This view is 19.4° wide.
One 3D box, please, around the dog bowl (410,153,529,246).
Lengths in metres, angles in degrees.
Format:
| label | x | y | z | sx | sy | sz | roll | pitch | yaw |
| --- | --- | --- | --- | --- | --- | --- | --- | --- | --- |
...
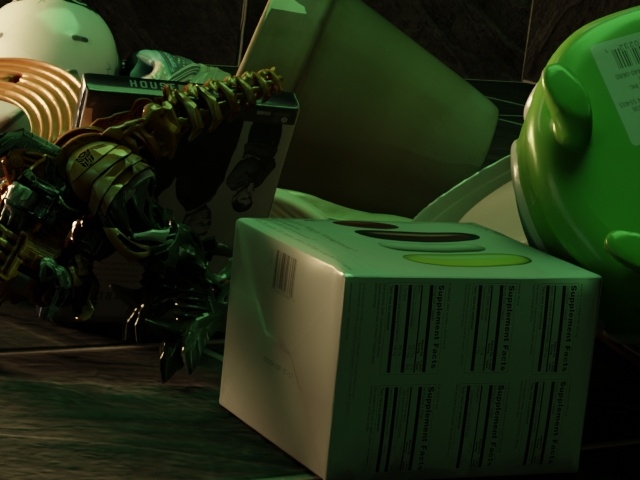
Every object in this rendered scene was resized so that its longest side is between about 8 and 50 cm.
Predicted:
| label | x | y | z | sx | sy | sz | roll | pitch | yaw |
| --- | --- | --- | --- | --- | --- | --- | --- | --- | --- |
| dog bowl | 0.249 | -0.017 | 1.735 | 0.349 | 0.102 | 0.349 | -23 | 13 | 6 |

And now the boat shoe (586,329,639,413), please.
| label | x | y | z | sx | sy | sz | roll | pitch | yaw |
| --- | --- | --- | --- | --- | --- | --- | --- | --- | --- |
| boat shoe | 0.172 | 0.083 | 1.544 | 0.257 | 0.095 | 0.095 | 11 | 17 | 20 |

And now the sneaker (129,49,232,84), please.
| label | x | y | z | sx | sy | sz | roll | pitch | yaw |
| --- | --- | --- | --- | --- | --- | --- | --- | --- | --- |
| sneaker | -0.192 | -0.107 | 2.041 | 0.122 | 0.110 | 0.283 | 26 | 38 | -8 |

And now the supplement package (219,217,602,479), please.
| label | x | y | z | sx | sy | sz | roll | pitch | yaw |
| --- | --- | --- | --- | --- | --- | --- | --- | --- | --- |
| supplement package | 0.060 | 0.073 | 1.352 | 0.203 | 0.149 | 0.194 | 1 | 12 | -26 |

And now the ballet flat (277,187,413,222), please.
| label | x | y | z | sx | sy | sz | roll | pitch | yaw |
| --- | --- | --- | --- | --- | --- | --- | --- | --- | --- |
| ballet flat | 0.000 | 0.000 | 1.943 | 0.248 | 0.086 | 0.086 | 6 | 10 | -10 |

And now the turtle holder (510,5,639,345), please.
| label | x | y | z | sx | sy | sz | roll | pitch | yaw |
| --- | --- | --- | --- | --- | --- | --- | --- | --- | --- |
| turtle holder | 0.286 | -0.015 | 1.421 | 0.320 | 0.243 | 0.227 | 40 | -20 | 10 |

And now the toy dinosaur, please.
| label | x | y | z | sx | sy | sz | roll | pitch | yaw |
| --- | --- | --- | --- | --- | --- | --- | --- | --- | --- |
| toy dinosaur | -0.159 | -0.015 | 1.459 | 0.322 | 0.218 | 0.164 | -33 | 21 | 14 |

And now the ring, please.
| label | x | y | z | sx | sy | sz | roll | pitch | yaw |
| --- | --- | --- | --- | --- | --- | --- | --- | --- | --- |
| ring | -0.357 | -0.058 | 1.675 | 0.337 | 0.032 | 0.336 | -13 | 36 | 9 |

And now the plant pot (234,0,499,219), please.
| label | x | y | z | sx | sy | sz | roll | pitch | yaw |
| --- | --- | --- | --- | --- | --- | --- | --- | --- | --- |
| plant pot | 0.032 | -0.115 | 2.074 | 0.280 | 0.323 | 0.323 | 24 | 10 | -3 |

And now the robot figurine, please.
| label | x | y | z | sx | sy | sz | roll | pitch | yaw |
| --- | --- | --- | --- | --- | --- | --- | --- | --- | --- |
| robot figurine | -0.311 | -0.174 | 2.204 | 0.173 | 0.209 | 0.278 | 44 | -16 | 19 |

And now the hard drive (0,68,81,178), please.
| label | x | y | z | sx | sy | sz | roll | pitch | yaw |
| --- | --- | --- | --- | --- | --- | --- | --- | --- | --- |
| hard drive | -0.441 | -0.101 | 1.882 | 0.353 | 0.047 | 0.233 | -5 | 21 | 17 |

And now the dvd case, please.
| label | x | y | z | sx | sy | sz | roll | pitch | yaw |
| --- | --- | --- | --- | --- | --- | --- | --- | --- | --- |
| dvd case | -0.131 | -0.027 | 1.569 | 0.179 | 0.238 | 0.029 | 4 | 38 | -19 |

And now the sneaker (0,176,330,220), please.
| label | x | y | z | sx | sy | sz | roll | pitch | yaw |
| --- | --- | --- | --- | --- | --- | --- | --- | --- | --- |
| sneaker | -0.159 | -0.015 | 1.737 | 0.350 | 0.131 | 0.148 | 6 | 15 | -6 |
